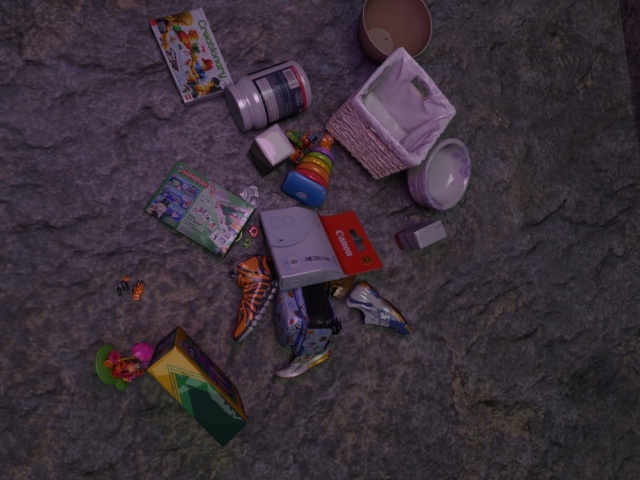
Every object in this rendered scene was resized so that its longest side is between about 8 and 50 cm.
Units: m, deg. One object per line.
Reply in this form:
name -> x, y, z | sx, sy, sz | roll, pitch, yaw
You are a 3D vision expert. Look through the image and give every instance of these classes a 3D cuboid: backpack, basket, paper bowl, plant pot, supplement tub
backpack -> -0.056, 0.280, 1.505 | 0.213, 0.276, 0.263 | -3, 132, -10
basket -> 0.255, -0.451, 1.588 | 0.328, 0.266, 0.331 | 44, 64, -13
paper bowl -> 0.460, -0.271, 1.709 | 0.284, 0.148, 0.284 | -12, 112, -33
plant pot -> 0.264, -0.811, 1.675 | 0.284, 0.191, 0.283 | 1, 88, -16
supplement tub -> -0.185, -0.517, 1.533 | 0.272, 0.191, 0.191 | -26, 96, -15

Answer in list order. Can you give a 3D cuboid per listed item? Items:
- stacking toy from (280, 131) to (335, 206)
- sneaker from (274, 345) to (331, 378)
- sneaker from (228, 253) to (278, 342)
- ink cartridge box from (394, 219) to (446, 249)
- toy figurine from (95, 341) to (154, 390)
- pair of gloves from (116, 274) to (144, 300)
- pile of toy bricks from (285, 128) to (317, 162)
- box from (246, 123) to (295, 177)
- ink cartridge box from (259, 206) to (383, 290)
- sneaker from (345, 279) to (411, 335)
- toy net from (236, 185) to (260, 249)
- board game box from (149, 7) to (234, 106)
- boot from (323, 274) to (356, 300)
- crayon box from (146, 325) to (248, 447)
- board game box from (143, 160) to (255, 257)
stacking toy -> -0.011, -0.290, 1.616 | 0.166, 0.175, 0.301 | 28, 67, -9
sneaker -> -0.073, 0.443, 1.600 | 0.225, 0.088, 0.092 | -26, 88, -23
sneaker -> -0.270, 0.193, 1.535 | 0.180, 0.124, 0.321 | 32, 69, -9
ink cartridge box -> 0.394, -0.020, 1.697 | 0.128, 0.175, 0.072 | -24, 95, -16
toy figurine -> -0.610, 0.401, 1.392 | 0.159, 0.130, 0.173 | -17, 116, 7
pair of gloves -> -0.653, 0.165, 1.467 | 0.083, 0.010, 0.074 | 20, 83, -14
pile of toy bricks -> -0.084, -0.363, 1.539 | 0.105, 0.212, 0.118 | 40, 110, -12
box -> -0.179, -0.304, 1.483 | 0.094, 0.275, 0.113 | -36, 97, -12
ink cartridge box -> 0.000, 0.000, 1.535 | 0.385, 0.091, 0.308 | -11, 51, -15
sneaker -> 0.226, 0.291, 1.689 | 0.296, 0.112, 0.131 | 42, 95, -10
toy net -> -0.268, -0.090, 1.571 | 0.122, 0.045, 0.232 | 23, 82, -14
board game box -> -0.456, -0.655, 1.529 | 0.193, 0.053, 0.305 | -24, 95, -16
boot -> 0.046, 0.122, 1.646 | 0.197, 0.073, 0.152 | 36, 80, -24
crayon box -> -0.389, 0.442, 1.353 | 0.106, 0.363, 0.313 | -43, 100, -14
board game box -> -0.419, -0.107, 1.498 | 0.317, 0.046, 0.213 | 32, 79, -2
